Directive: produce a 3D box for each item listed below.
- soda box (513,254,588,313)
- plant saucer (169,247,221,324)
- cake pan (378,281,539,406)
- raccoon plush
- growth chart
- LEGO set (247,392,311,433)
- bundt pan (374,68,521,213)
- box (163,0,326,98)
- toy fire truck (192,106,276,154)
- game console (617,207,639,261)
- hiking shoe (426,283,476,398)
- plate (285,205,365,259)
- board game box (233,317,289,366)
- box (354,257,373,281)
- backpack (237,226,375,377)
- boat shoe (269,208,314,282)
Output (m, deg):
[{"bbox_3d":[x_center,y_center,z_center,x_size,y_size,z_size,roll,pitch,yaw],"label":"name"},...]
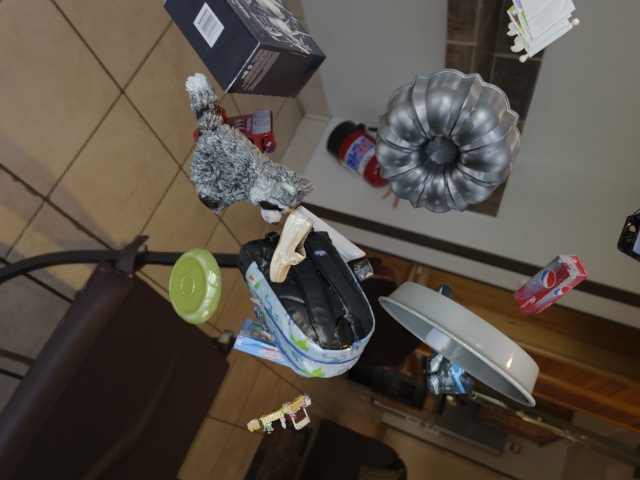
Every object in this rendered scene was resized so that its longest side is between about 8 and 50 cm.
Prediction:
[{"bbox_3d":[0.807,0.160,1.715,0.263,0.083,0.092,117,-31,-48],"label":"soda box"},{"bbox_3d":[-0.403,0.141,1.513,0.037,0.241,0.241,9,98,-52],"label":"plant saucer"},{"bbox_3d":[0.230,0.163,0.807,0.054,0.293,0.293,-54,158,-8],"label":"cake pan"},{"bbox_3d":[-0.202,-0.257,1.346,0.216,0.299,0.446,-57,136,-60],"label":"raccoon plush"},{"bbox_3d":[0.539,-0.576,1.198,0.021,0.172,0.237,10,69,-39],"label":"growth chart"},{"bbox_3d":[-0.149,0.740,2.002,0.287,0.107,0.132,-20,173,-30],"label":"LEGO set"},{"bbox_3d":[0.266,-0.198,1.077,0.124,0.330,0.331,-56,155,-49],"label":"bundt pan"},{"bbox_3d":[-0.212,-0.602,1.401,0.179,0.343,0.312,-43,167,33],"label":"box"},{"bbox_3d":[-0.276,-0.341,1.638,0.302,0.254,0.169,-98,176,-48],"label":"toy fire truck"},{"bbox_3d":[0.730,-0.008,1.024,0.124,0.144,0.085,-62,-178,-13],"label":"game console"},{"bbox_3d":[0.362,0.271,1.337,0.113,0.132,0.304,57,37,-71],"label":"hiking shoe"},{"bbox_3d":[0.000,0.000,1.729,0.045,0.278,0.277,-55,-173,-15],"label":"plate"},{"bbox_3d":[-0.140,0.303,1.433,0.160,0.210,0.047,-94,-157,-82],"label":"board game box"},{"bbox_3d":[0.169,0.116,1.907,0.052,0.062,0.083,60,10,-12],"label":"box"},{"bbox_3d":[-0.020,0.165,1.224,0.290,0.355,0.273,-11,128,-37],"label":"backpack"},{"bbox_3d":[-0.058,0.022,1.002,0.063,0.059,0.170,-45,157,-61],"label":"boat shoe"}]
